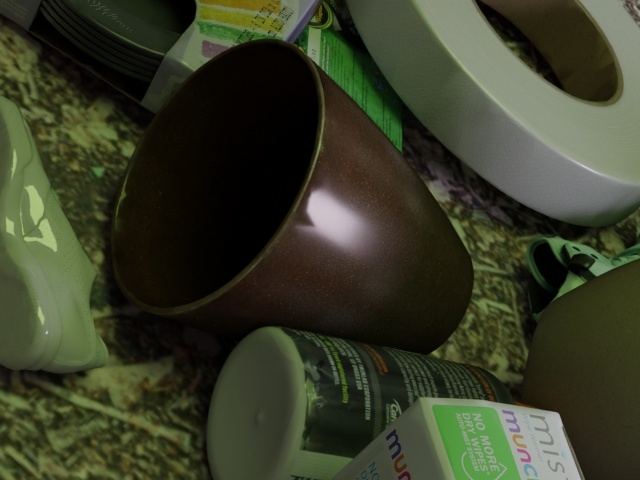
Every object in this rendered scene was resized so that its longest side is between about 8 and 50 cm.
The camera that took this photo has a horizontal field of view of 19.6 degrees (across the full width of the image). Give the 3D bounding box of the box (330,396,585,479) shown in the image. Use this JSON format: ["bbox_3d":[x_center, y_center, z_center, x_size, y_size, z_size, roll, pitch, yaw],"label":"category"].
[{"bbox_3d":[0.080,0.269,1.141,0.126,0.231,0.262,10,49,-35],"label":"box"}]

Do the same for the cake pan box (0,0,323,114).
[{"bbox_3d":[-0.136,-0.218,1.525,0.245,0.070,0.267,33,40,1],"label":"cake pan box"}]

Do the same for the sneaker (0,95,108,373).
[{"bbox_3d":[-0.200,0.000,1.292,0.094,0.080,0.212,14,52,-47],"label":"sneaker"}]

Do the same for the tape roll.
[{"bbox_3d":[0.188,-0.186,1.756,0.392,0.072,0.392,29,36,-24],"label":"tape roll"}]

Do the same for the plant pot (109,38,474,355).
[{"bbox_3d":[0.000,0.000,1.372,0.230,0.215,0.215,32,37,-38],"label":"plant pot"}]

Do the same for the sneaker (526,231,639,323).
[{"bbox_3d":[0.264,0.015,1.645,0.151,0.094,0.256,37,39,-9],"label":"sneaker"}]

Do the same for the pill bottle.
[{"bbox_3d":[0.053,0.143,1.316,0.245,0.130,0.130,13,47,-31],"label":"pill bottle"}]

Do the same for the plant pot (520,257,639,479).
[{"bbox_3d":[0.260,0.127,1.435,0.191,0.284,0.284,8,36,17],"label":"plant pot"}]

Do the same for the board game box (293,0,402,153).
[{"bbox_3d":[0.014,-0.187,1.675,0.136,0.030,0.260,27,41,-22],"label":"board game box"}]
